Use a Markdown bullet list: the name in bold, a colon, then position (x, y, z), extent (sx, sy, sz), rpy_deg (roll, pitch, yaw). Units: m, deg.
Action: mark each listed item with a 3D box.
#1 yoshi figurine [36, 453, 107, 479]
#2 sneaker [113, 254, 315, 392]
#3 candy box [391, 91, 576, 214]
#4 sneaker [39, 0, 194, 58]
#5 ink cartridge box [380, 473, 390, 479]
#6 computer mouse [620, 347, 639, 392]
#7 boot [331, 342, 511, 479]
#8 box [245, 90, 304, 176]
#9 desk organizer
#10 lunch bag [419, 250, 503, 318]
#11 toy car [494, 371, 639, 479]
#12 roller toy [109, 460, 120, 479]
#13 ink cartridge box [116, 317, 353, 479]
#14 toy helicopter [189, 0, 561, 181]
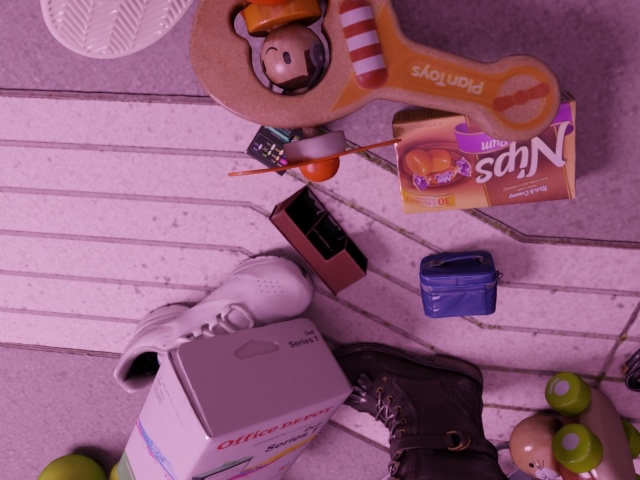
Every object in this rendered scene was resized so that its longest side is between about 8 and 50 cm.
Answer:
- **yoshi figurine**: position (-0.387, 0.491, 1.008), extent (0.203, 0.204, 0.362), rpy_deg (35, 143, 37)
- **sneaker**: position (-0.136, 0.121, 0.778), extent (0.297, 0.129, 0.111), rpy_deg (-29, 105, 20)
- **candy box**: position (0.178, -0.094, 0.662), extent (0.187, 0.053, 0.109), rpy_deg (-4, 114, 13)
- **sneaker**: position (-0.148, -0.327, 0.527), extent (0.131, 0.148, 0.350), rpy_deg (14, 130, -38)
- **ink cartridge box**: position (0.151, 0.426, 0.898), extent (0.160, 0.092, 0.219), rpy_deg (38, 115, -9)
- **computer mouse**: position (0.482, 0.179, 0.750), extent (0.193, 0.042, 0.106), rpy_deg (24, 116, -3)
- **boot**: position (0.097, 0.229, 0.734), extent (0.263, 0.229, 0.091), rpy_deg (0, 116, 9)
- **box**: position (-0.038, -0.126, 0.677), extent (0.052, 0.062, 0.083), rpy_deg (32, 117, -8)
- **desk organizer**: position (0.000, 0.000, 0.742), extent (0.050, 0.047, 0.130), rpy_deg (-34, 106, 20)
- **lunch bag**: position (0.169, 0.048, 0.724), extent (0.099, 0.067, 0.065), rpy_deg (-6, 115, 11)
- **toy car**: position (0.300, 0.284, 0.787), extent (0.155, 0.148, 0.188), rpy_deg (40, 127, -22)
- **roller toy**: position (-0.216, 0.418, 0.926), extent (0.210, 0.146, 0.191), rpy_deg (-18, 112, 17)
- **ink cartridge box**: position (-0.115, 0.238, 0.758), extent (0.117, 0.202, 0.278), rpy_deg (56, 134, 29)
- **toy helicopter**: position (0.051, -0.150, 0.578), extent (0.355, 0.140, 0.234), rpy_deg (13, 95, -3)
